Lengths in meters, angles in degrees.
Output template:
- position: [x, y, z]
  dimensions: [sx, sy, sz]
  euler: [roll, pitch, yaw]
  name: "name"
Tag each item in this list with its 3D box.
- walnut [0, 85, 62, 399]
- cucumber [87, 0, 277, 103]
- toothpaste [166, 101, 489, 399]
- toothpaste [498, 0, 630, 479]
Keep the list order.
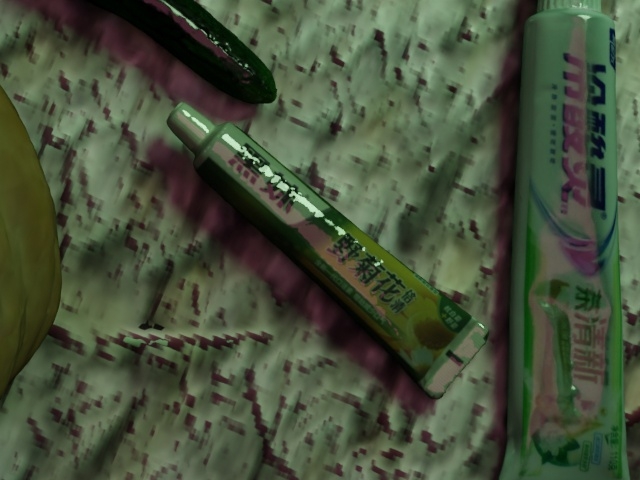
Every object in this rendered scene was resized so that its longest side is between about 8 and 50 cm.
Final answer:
- position: [-0.296, 0.000, 0.785]
  dimensions: [0.344, 0.306, 0.306]
  euler: [37, 78, -11]
  name: "walnut"
- position: [-0.098, -0.127, 0.964]
  dimensions: [0.184, 0.033, 0.036]
  euler: [32, 53, -5]
  name: "cucumber"
- position: [0.000, 0.000, 0.964]
  dimensions: [0.204, 0.031, 0.049]
  euler: [42, 78, -5]
  name: "toothpaste"
- position: [0.131, -0.004, 0.983]
  dimensions: [0.075, 0.048, 0.296]
  euler: [2, 85, -9]
  name: "toothpaste"
